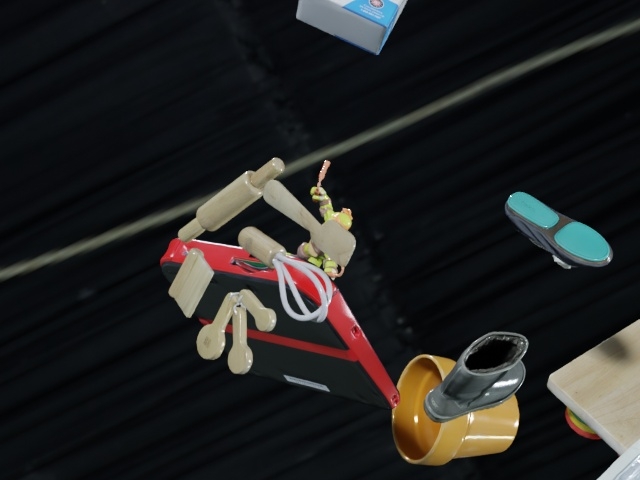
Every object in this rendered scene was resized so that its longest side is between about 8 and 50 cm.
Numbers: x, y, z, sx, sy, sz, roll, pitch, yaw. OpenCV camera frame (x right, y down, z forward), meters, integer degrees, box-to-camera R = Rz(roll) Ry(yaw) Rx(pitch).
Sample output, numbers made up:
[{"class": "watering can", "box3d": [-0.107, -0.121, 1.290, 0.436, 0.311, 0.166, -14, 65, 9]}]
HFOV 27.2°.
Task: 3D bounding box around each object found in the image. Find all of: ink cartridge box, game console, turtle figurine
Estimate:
[{"class": "ink cartridge box", "box3d": [0.072, -0.414, 2.075, 0.148, 0.203, 0.086, 26, -28, 5]}, {"class": "game console", "box3d": [-0.073, 0.139, 2.239, 0.386, 0.060, 0.342, 9, -35, 43]}, {"class": "turtle figurine", "box3d": [0.000, 0.000, 2.490, 0.087, 0.217, 0.270, 15, 47, -29]}]

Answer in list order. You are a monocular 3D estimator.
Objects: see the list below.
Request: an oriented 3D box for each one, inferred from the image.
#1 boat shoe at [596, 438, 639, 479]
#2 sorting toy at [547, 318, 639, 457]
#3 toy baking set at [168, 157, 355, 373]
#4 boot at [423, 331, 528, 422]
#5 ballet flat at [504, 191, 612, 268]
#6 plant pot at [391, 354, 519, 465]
[{"class": "boat shoe", "box3d": [0.398, 0.325, 1.683, 0.081, 0.227, 0.079, 47, -5, 30]}, {"class": "sorting toy", "box3d": [0.548, 0.283, 2.215, 0.255, 0.257, 0.089, 44, -35, 31]}, {"class": "toy baking set", "box3d": [-0.061, 0.020, 1.335, 0.030, 0.256, 0.197, 10, 51, -45]}, {"class": "boot", "box3d": [0.243, 0.177, 1.863, 0.076, 0.189, 0.208, 52, -29, 20]}, {"class": "ballet flat", "box3d": [0.364, -0.003, 2.015, 0.203, 0.074, 0.074, 37, -13, 37]}, {"class": "plant pot", "box3d": [0.265, 0.330, 2.511, 0.205, 0.187, 0.205, -169, -90, -66]}]
